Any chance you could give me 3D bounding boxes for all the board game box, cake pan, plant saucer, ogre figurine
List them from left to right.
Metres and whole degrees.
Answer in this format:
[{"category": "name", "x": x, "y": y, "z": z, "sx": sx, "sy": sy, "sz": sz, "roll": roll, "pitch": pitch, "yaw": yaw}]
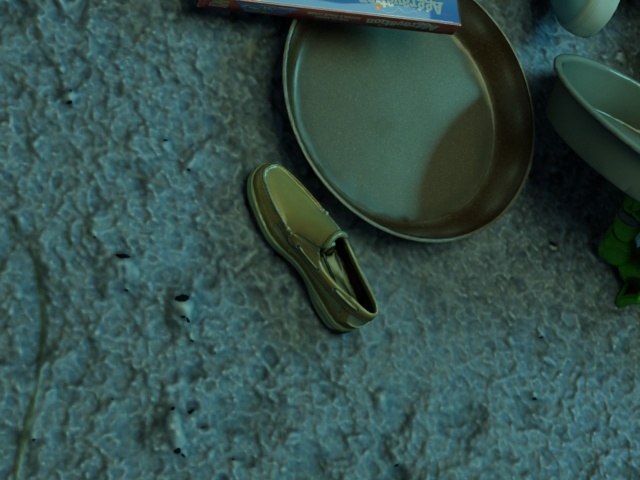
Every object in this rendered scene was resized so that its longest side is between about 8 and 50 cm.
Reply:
[{"category": "board game box", "x": 0.006, "y": -0.293, "z": 1.477, "sx": 0.281, "sy": 0.027, "sz": 0.145, "roll": 3, "pitch": 67, "yaw": -21}, {"category": "plant saucer", "x": 0.088, "y": -0.143, "z": 1.521, "sx": 0.311, "sy": 0.050, "sz": 0.310, "roll": 9, "pitch": 71, "yaw": -28}, {"category": "cake pan", "x": 0.366, "y": -0.100, "z": 1.575, "sx": 0.293, "sy": 0.054, "sz": 0.293, "roll": 27, "pitch": 24, "yaw": -13}, {"category": "ogre figurine", "x": 0.383, "y": 0.028, "z": 1.597, "sx": 0.197, "sy": 0.118, "sz": 0.096, "roll": 26, "pitch": 63, "yaw": -21}]

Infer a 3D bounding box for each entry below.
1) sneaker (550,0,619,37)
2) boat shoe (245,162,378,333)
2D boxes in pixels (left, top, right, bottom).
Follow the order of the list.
[{"category": "sneaker", "x": 0.255, "y": -0.402, "z": 1.654, "sx": 0.150, "sy": 0.135, "sz": 0.365, "roll": 7, "pitch": 64, "yaw": -20}, {"category": "boat shoe", "x": 0.000, "y": 0.000, "z": 1.414, "sx": 0.068, "sy": 0.072, "sz": 0.190, "roll": -38, "pitch": 96, "yaw": -32}]
